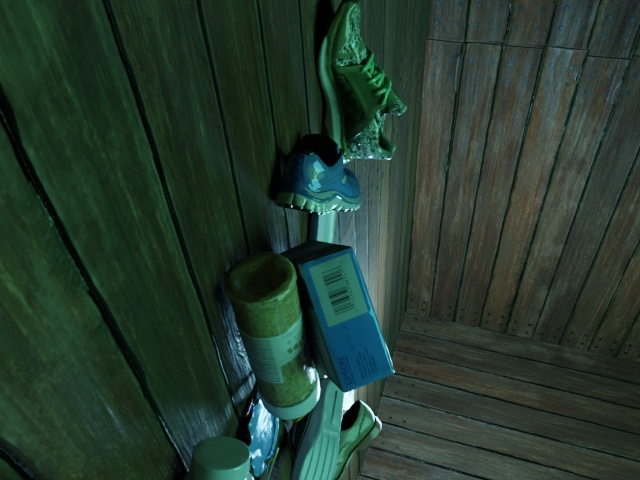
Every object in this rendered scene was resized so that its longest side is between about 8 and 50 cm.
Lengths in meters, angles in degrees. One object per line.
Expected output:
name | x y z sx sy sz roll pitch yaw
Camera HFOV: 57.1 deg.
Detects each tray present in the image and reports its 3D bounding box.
tray | 0.000 0.000 1.438 0.145 0.030 0.270 -49 147 -64

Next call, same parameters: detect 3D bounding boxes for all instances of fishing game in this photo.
fishing game | -0.128 0.394 1.235 0.189 0.041 0.264 -72 160 -54

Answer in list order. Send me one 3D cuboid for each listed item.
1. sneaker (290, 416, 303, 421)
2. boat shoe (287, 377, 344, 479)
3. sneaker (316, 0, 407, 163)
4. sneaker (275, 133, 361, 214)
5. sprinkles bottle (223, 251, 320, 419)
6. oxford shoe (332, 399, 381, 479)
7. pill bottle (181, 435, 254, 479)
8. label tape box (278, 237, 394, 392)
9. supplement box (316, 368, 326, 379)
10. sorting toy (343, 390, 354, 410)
sneaker | -0.048 0.380 1.476 0.067 0.064 0.175 -31 128 -58
boat shoe | -0.024 0.524 1.544 0.121 0.119 0.335 40 53 -33
sneaker | 0.104 -0.334 1.279 0.410 0.182 0.158 84 23 -48
sneaker | 0.016 -0.139 1.204 0.330 0.130 0.147 -23 125 -72
sprinkles bottle | -0.079 0.182 1.057 0.355 0.121 0.121 81 24 -44
oxford shoe | 0.029 0.627 1.771 0.348 0.123 0.130 -43 115 -25
pill bottle | -0.167 0.436 0.942 0.124 0.124 0.221 -35 135 -69
label tape box | 0.004 0.128 1.149 0.334 0.106 0.240 -172 -118 -75
supplement box | -0.005 0.415 1.708 0.098 0.036 0.062 -49 147 -62
sorting toy | 0.081 0.429 1.909 0.307 0.041 0.229 27 61 -66
